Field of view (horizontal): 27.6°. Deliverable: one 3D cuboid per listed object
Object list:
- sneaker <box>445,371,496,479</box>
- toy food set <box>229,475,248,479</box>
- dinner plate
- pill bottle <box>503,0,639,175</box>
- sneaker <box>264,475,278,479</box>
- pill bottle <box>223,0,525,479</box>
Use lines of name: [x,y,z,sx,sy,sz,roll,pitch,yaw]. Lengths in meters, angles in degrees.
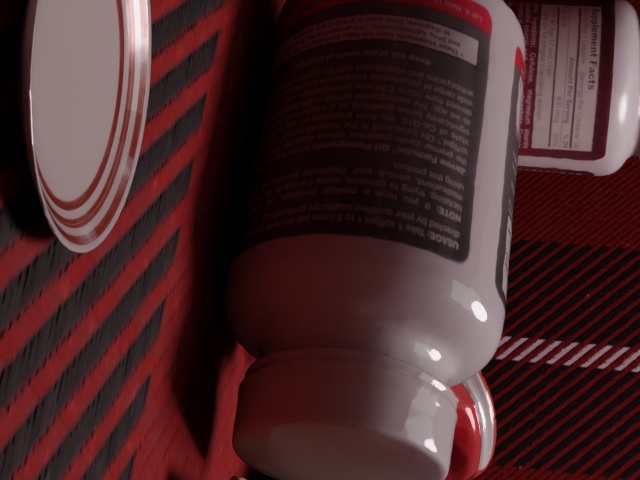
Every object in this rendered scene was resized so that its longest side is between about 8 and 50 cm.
sneaker: [0.051,0.104,0.981,0.128,0.087,0.221,-30,107,-40]
toy food set: [-0.074,0.231,0.749,0.132,0.039,0.192,62,42,-64]
dinner plate: [-0.091,-0.066,0.500,0.141,0.017,0.141,4,90,-81]
pill bottle: [0.275,-0.197,1.628,0.224,0.392,0.224,5,90,-82]
sneaker: [0.026,0.207,0.899,0.236,0.130,0.322,85,-3,-59]
pill bottle: [0.034,-0.008,0.839,0.176,0.176,0.318,80,17,-61]
